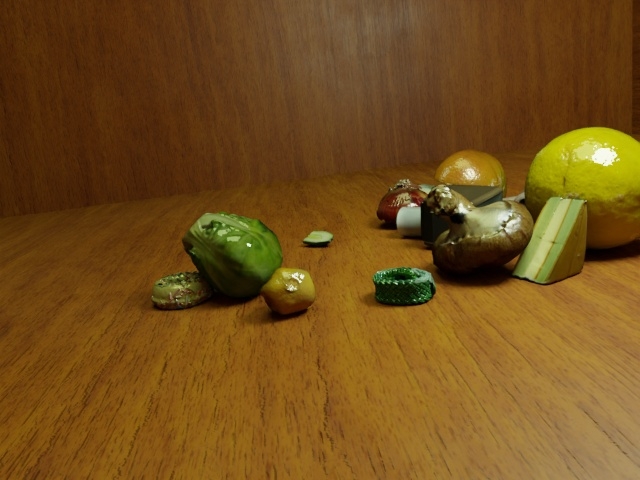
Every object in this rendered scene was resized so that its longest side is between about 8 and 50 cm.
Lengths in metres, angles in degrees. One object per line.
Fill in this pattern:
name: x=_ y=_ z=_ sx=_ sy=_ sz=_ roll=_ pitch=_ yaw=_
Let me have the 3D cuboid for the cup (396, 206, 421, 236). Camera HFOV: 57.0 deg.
cup: x=0.338 y=-0.066 z=1.941 sx=0.133 sy=0.099 sz=0.136 roll=2 pitch=20 yaw=37

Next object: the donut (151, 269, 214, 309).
donut: x=-0.372 y=0.128 z=1.588 sx=0.175 sy=0.068 sz=0.174 roll=-8 pitch=13 yaw=2

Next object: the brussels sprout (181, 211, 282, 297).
brussels sprout: x=-0.234 y=0.028 z=1.562 sx=0.271 sy=0.210 sz=0.219 roll=34 pitch=30 yaw=8

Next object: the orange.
orange: x=0.589 y=-0.229 z=2.284 sx=0.274 sy=0.310 sz=0.274 roll=-16 pitch=49 yaw=20

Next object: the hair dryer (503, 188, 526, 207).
hair dryer: x=0.622 y=-0.114 z=2.054 sx=0.344 sy=0.106 sz=0.189 roll=-8 pitch=12 yaw=36

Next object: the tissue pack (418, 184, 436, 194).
tissue pack: x=0.422 y=-0.164 z=2.310 sx=0.148 sy=0.092 sz=0.196 roll=-11 pitch=13 yaw=-27

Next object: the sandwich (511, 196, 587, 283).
sandwich: x=0.550 y=-0.004 z=1.421 sx=0.144 sy=0.187 sz=0.117 roll=-9 pitch=12 yaw=-31

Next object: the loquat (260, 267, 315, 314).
loquat: x=-0.076 y=0.118 z=1.394 sx=0.137 sy=0.113 sz=0.137 roll=-23 pitch=-2 yaw=-1

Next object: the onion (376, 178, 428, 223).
onion: x=0.312 y=-0.140 z=2.128 sx=0.230 sy=0.163 sz=0.230 roll=-2 pitch=7 yaw=0

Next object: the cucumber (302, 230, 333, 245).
cucumber: x=0.000 y=0.000 z=1.984 sx=0.107 sy=0.035 sz=0.067 roll=7 pitch=38 yaw=43

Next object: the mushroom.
mushroom: x=0.403 y=-0.032 z=1.486 sx=0.267 sy=0.254 sz=0.267 roll=-5 pitch=26 yaw=3

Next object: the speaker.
speaker: x=0.434 y=-0.073 z=1.794 sx=0.193 sy=0.153 sz=0.231 roll=9 pitch=21 yaw=36

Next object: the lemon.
lemon: x=0.718 y=-0.133 z=1.557 sx=0.348 sy=0.347 sz=0.348 roll=-7 pitch=14 yaw=2

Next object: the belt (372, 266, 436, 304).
belt: x=0.196 y=0.098 z=1.392 sx=0.151 sy=0.079 sz=0.121 roll=6 pitch=18 yaw=40
